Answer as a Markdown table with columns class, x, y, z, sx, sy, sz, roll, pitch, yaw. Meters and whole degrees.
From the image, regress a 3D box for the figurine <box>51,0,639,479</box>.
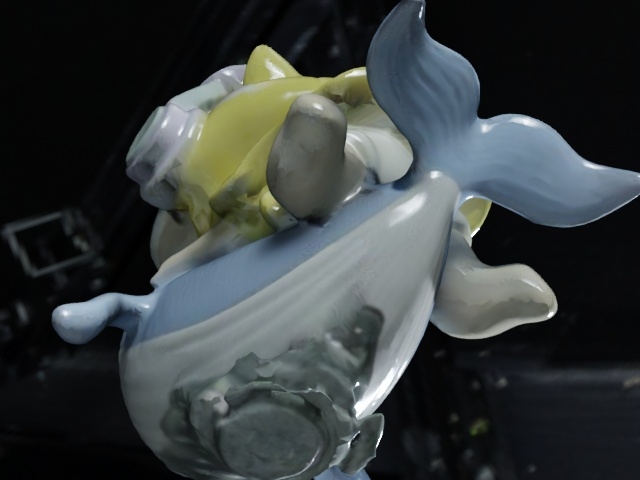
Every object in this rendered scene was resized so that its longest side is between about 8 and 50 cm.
| class | x | y | z | sx | sy | sz | roll | pitch | yaw |
| --- | --- | --- | --- | --- | --- | --- | --- | --- | --- |
| figurine | 0.000 | 0.000 | 0.530 | 0.128 | 0.184 | 0.208 | 36 | -49 | -21 |
